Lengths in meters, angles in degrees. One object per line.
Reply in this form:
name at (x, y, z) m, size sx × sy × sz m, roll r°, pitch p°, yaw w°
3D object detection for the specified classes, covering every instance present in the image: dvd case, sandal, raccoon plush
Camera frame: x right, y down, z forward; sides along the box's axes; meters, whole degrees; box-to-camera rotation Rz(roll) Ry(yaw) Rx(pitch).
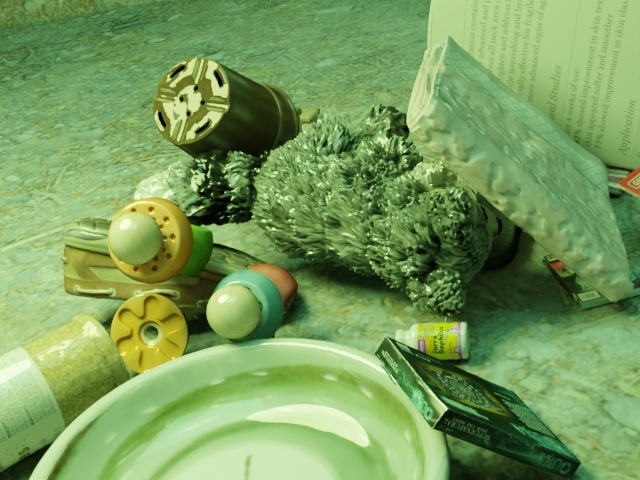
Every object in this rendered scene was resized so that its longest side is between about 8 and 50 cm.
dvd case at (0.344, 0.042, 1.155) m, size 0.087 × 0.013 × 0.119 m, roll -14°, pitch 28°, yaw -5°
sandal at (0.264, -0.041, 1.300) m, size 0.097 × 0.054 × 0.254 m, roll 2°, pitch 41°, yaw 34°
raccoon plush at (0.000, 0.000, 1.146) m, size 0.446 × 0.216 × 0.299 m, roll -18°, pitch 28°, yaw -2°

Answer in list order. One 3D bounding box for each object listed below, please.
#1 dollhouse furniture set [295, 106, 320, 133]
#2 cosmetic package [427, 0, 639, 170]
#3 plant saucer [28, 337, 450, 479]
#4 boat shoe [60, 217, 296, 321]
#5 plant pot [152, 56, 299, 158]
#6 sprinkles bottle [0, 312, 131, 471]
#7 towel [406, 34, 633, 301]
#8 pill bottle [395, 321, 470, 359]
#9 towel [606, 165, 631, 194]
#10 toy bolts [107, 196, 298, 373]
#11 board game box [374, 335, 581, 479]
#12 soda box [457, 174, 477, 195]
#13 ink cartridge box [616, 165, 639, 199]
dollhouse furniture set at (0.006, -0.198, 1.530) m, size 0.303 × 0.174 × 0.355 m, roll 6°, pitch 34°, yaw 27°
cosmetic package at (0.402, -0.345, 1.401) m, size 0.393 × 0.330 × 0.327 m, roll 16°, pitch 39°, yaw 22°
plant saucer at (-0.076, 0.246, 0.855) m, size 0.400 × 0.101 × 0.400 m, roll -8°, pitch 30°, yaw 5°
boat shoe at (-0.192, 0.057, 1.219) m, size 0.324 × 0.117 × 0.123 m, roll 14°, pitch 7°, yaw 9°
plant pot at (-0.140, -0.171, 1.291) m, size 0.167 × 0.167 × 0.165 m, roll 5°, pitch -9°, yaw 27°
sprinkles bottle at (-0.388, 0.209, 1.006) m, size 0.355 × 0.121 × 0.121 m, roll -29°, pitch 34°, yaw -28°
towel at (0.256, -0.108, 1.160) m, size 0.053 × 0.331 × 0.317 m, roll -47°, pitch 12°, yaw 29°
pill bottle at (0.131, 0.118, 1.065) m, size 0.083 × 0.043 × 0.043 m, roll -4°, pitch 30°, yaw 14°
towel at (0.419, -0.126, 1.412) m, size 0.144 × 0.029 × 0.197 m, roll 11°, pitch 36°, yaw 30°
toy bolts at (-0.159, 0.076, 1.065) m, size 0.228 × 0.218 × 0.158 m, roll 20°, pitch 3°, yaw 10°
board game box at (0.150, 0.162, 0.876) m, size 0.186 × 0.026 × 0.126 m, roll 26°, pitch 13°, yaw -30°
soda box at (0.265, -0.136, 1.448) m, size 0.063 × 0.058 × 0.183 m, roll 7°, pitch 34°, yaw 28°
ink cartridge box at (0.572, -0.088, 1.157) m, size 0.296 × 0.066 × 0.261 m, roll -34°, pitch 57°, yaw -30°
